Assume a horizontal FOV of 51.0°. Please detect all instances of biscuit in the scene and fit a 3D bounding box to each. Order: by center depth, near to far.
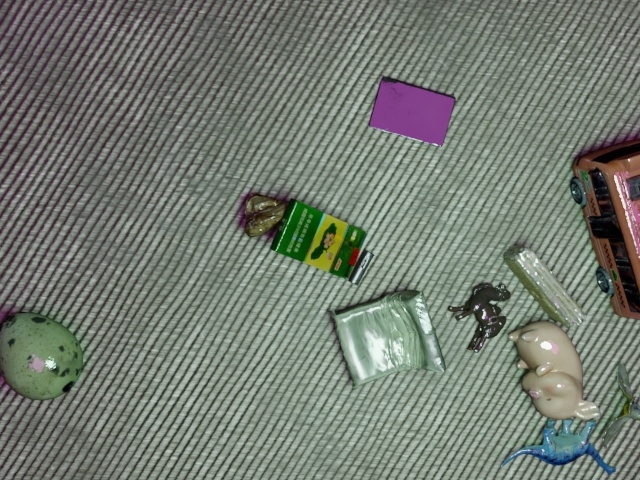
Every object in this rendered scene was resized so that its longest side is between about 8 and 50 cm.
[{"bbox_3d":[0.555,0.114,1.671,0.062,0.108,0.239,-41,94,0],"label":"biscuit"}]

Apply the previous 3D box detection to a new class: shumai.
[{"bbox_3d":[-0.130,-0.066,1.603,0.105,0.123,0.139,40,60,-11],"label":"shumai"}]

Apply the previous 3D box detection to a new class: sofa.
[{"bbox_3d":[0.159,0.239,1.613,0.226,0.176,0.210,-15,93,-4],"label":"sofa"}]

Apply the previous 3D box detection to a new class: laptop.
[{"bbox_3d":[0.230,-0.321,1.683,0.197,0.016,0.135,16,91,-3],"label":"laptop"}]

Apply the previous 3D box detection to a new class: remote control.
[{"bbox_3d":[0.102,0.068,1.683,0.034,0.016,0.091,28,90,-9],"label":"remote control"}]

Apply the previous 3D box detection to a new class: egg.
[{"bbox_3d":[-0.658,0.263,1.556,0.177,0.177,0.228,-44,83,-2],"label":"egg"}]

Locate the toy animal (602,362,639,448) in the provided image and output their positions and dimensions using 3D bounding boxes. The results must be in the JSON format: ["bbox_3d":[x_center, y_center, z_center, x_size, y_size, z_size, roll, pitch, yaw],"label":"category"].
[{"bbox_3d":[0.800,0.444,1.699,0.155,0.095,0.219,29,76,-16],"label":"toy animal"}]

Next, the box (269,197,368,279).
[{"bbox_3d":[0.000,0.000,1.608,0.235,0.034,0.132,22,90,-36],"label":"box"}]

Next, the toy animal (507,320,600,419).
[{"bbox_3d":[0.568,0.321,1.659,0.154,0.166,0.250,-13,88,-12],"label":"toy animal"}]

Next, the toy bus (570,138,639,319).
[{"bbox_3d":[0.776,-0.027,1.622,0.203,0.233,0.426,-18,94,-3],"label":"toy bus"}]

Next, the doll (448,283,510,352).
[{"bbox_3d":[0.415,0.183,1.692,0.165,0.057,0.139,-31,91,-7],"label":"doll"}]

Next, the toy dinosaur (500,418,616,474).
[{"bbox_3d":[0.617,0.514,1.707,0.329,0.076,0.144,8,91,-15],"label":"toy dinosaur"}]
